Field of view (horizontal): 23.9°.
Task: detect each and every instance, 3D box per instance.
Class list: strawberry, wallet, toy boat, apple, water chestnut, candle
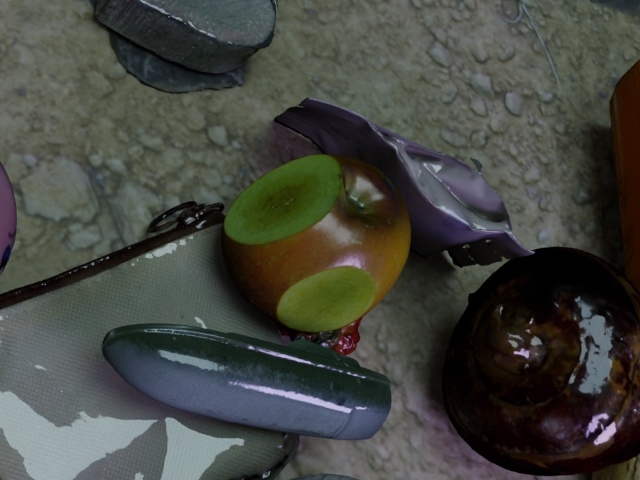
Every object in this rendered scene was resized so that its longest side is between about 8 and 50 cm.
[{"bbox_3d":[-0.010,0.054,1.448,0.104,0.048,0.152,1,52,-21],"label":"strawberry"},{"bbox_3d":[-0.164,0.123,1.320,0.335,0.068,0.274,-24,79,-31],"label":"wallet"},{"bbox_3d":[-0.063,0.112,1.290,0.261,0.078,0.085,14,37,-25],"label":"toy boat"},{"bbox_3d":[0.000,-0.005,1.356,0.163,0.147,0.146,28,39,-38],"label":"apple"},{"bbox_3d":[0.233,0.125,1.457,0.224,0.238,0.223,-4,75,14],"label":"water chestnut"},{"bbox_3d":[-0.142,-0.251,1.498,0.168,0.068,0.192,-20,77,-37],"label":"candle"}]

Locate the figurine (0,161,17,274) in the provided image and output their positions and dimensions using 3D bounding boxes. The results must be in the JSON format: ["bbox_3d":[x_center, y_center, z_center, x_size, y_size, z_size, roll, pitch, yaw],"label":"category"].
[{"bbox_3d":[-0.329,-0.017,1.230,0.173,0.173,0.173,12,63,-24],"label":"figurine"}]

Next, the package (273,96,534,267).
[{"bbox_3d":[0.077,-0.061,1.455,0.251,0.204,0.062,37,79,-8],"label":"package"}]

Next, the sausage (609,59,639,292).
[{"bbox_3d":[0.436,-0.038,1.626,0.233,0.233,0.287,13,63,-24],"label":"sausage"}]

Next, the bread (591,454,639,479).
[{"bbox_3d":[0.354,0.209,1.542,0.140,0.106,0.236,20,59,-18],"label":"bread"}]

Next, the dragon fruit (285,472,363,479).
[{"bbox_3d":[0.030,0.346,1.240,0.283,0.204,0.221,42,55,-5],"label":"dragon fruit"}]
